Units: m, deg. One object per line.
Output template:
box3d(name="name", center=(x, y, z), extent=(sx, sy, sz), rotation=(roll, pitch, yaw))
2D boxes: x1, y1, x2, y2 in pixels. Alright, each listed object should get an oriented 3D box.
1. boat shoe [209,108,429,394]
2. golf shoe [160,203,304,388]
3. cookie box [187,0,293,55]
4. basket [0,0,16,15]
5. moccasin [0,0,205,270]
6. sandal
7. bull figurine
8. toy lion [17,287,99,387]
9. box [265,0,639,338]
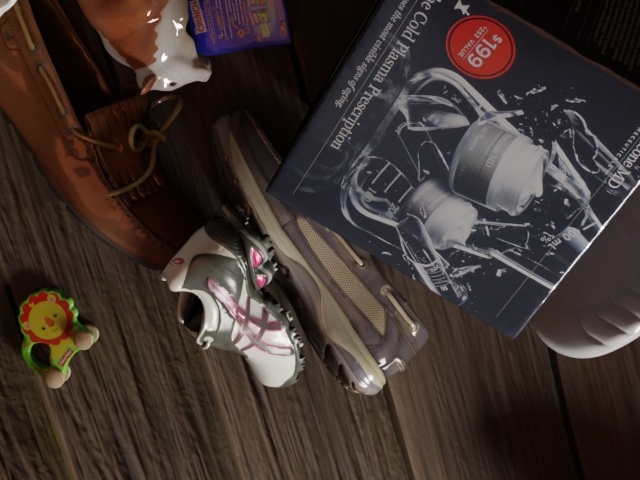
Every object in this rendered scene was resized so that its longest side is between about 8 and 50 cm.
box3d(name="boat shoe", center=(0.000, 0.000, 1.922), extent=(0.130, 0.132, 0.355), rotation=(-33, 102, -13))
box3d(name="golf shoe", center=(-0.100, 0.080, 1.905), extent=(0.120, 0.105, 0.273), rotation=(-35, 137, -17))
box3d(name="cookie box", center=(-0.090, -0.254, 1.870), extent=(0.107, 0.040, 0.092), rotation=(-7, 107, 6))
box3d(name="basket", center=(-0.524, -0.298, 1.713), extent=(0.331, 0.266, 0.328), rotation=(-44, 137, 16))
box3d(name="moccasin", center=(-0.238, -0.127, 1.884), extent=(0.147, 0.139, 0.380), rotation=(-34, 94, 23))
box3d(name="sandal", center=(0.390, -0.028, 1.873), extent=(0.102, 0.169, 0.416), rotation=(13, 122, -43))
box3d(name="bull figurine", center=(-0.209, -0.302, 1.811), extent=(0.310, 0.101, 0.188), rotation=(46, 114, -2))
box3d(name="toy lion", center=(-0.317, 0.109, 2.018), extent=(0.096, 0.034, 0.100), rotation=(37, 108, -1))
box3d(name="box", center=(0.168, -0.129, 1.759), extent=(0.312, 0.179, 0.343), rotation=(30, 129, -4))
